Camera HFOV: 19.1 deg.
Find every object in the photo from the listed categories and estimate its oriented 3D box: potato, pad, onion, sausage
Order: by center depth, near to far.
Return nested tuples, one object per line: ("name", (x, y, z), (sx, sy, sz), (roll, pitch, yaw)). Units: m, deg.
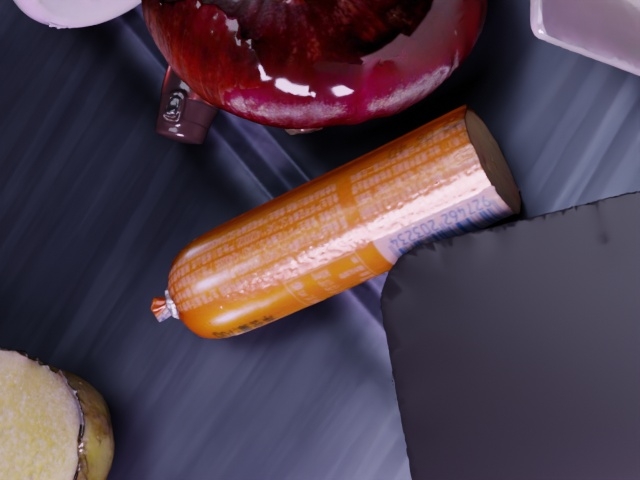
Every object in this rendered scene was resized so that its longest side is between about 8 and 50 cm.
("pad", (0.160, 0.175, 1.393), (0.315, 0.063, 0.375), (-13, 79, 24))
("sausage", (0.000, 0.000, 1.491), (0.312, 0.093, 0.093), (-25, 64, 20))
("onion", (-0.002, -0.174, 1.515), (0.272, 0.195, 0.272), (0, 48, 0))
("potato", (-0.250, 0.165, 1.585), (0.200, 0.081, 0.164), (1, 83, 32))

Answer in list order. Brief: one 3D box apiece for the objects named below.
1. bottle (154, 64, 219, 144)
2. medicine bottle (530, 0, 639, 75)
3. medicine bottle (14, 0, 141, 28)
("bottle", (-0.098, -0.161, 1.613), (0.060, 0.060, 0.164), (12, 82, 31))
("medicine bottle", (0.245, -0.307, 1.369), (0.235, 0.235, 0.406), (-4, 73, 27))
("medicine bottle", (-0.252, -0.341, 1.686), (0.170, 0.170, 0.293), (-40, 61, 12))
